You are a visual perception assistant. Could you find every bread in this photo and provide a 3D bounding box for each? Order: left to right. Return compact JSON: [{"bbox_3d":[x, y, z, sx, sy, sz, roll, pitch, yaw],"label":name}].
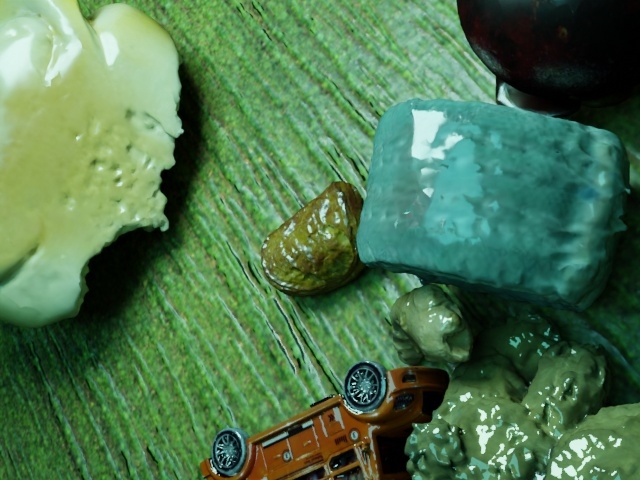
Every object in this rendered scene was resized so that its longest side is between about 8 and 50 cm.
[{"bbox_3d":[-0.339,-0.106,1.059,0.329,0.245,0.424,23,88,37],"label":"bread"}]

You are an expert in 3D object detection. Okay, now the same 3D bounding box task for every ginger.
[{"bbox_3d":[0.093,0.076,0.764,0.051,0.173,0.069,-26,86,-6],"label":"ginger"}]

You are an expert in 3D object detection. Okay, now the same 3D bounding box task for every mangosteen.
[{"bbox_3d":[0.215,-0.204,0.718,0.209,0.210,0.210,-10,72,34],"label":"mangosteen"}]

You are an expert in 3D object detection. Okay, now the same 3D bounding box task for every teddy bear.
[{"bbox_3d":[0.192,0.190,0.660,0.256,0.156,0.267,9,82,35],"label":"teddy bear"}]

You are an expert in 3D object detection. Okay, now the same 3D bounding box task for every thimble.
[{"bbox_3d":[0.143,-0.027,0.721,0.235,0.198,0.143,7,84,43],"label":"thimble"}]

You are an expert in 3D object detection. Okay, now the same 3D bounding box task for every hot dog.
[{"bbox_3d":[-0.001,0.001,0.902,0.147,0.065,0.099,-41,58,34],"label":"hot dog"}]

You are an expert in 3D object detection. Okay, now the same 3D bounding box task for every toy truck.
[{"bbox_3d":[0.013,0.203,0.813,0.252,0.107,0.114,-30,63,28],"label":"toy truck"}]
